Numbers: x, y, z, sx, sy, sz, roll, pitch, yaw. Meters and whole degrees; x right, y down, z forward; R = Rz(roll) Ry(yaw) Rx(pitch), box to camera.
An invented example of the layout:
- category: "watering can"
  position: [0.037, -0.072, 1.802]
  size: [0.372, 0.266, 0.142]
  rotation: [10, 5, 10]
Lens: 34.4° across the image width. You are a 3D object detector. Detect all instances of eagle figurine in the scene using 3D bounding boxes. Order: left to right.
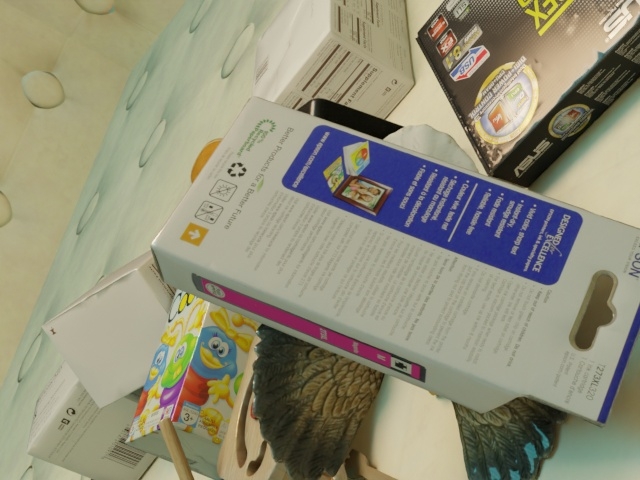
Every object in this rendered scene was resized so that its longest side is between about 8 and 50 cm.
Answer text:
- category: "eagle figurine"
  position: [0.081, 0.067, 0.907]
  size: [0.226, 0.225, 0.298]
  rotation: [-40, 18, 22]

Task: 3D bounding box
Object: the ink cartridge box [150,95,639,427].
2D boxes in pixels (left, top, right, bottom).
- category: "ink cartridge box"
  position: [0.068, 0.015, 0.821]
  size: [0.176, 0.371, 0.069]
  rotation: [-60, -21, -29]

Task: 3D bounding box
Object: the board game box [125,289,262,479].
- category: "board game box"
  position: [-0.119, 0.144, 1.316]
  size: [0.142, 0.144, 0.275]
  rotation: [-32, 37, 52]

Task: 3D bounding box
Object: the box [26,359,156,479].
- category: "box"
  position: [-0.329, 0.265, 1.602]
  size: [0.181, 0.182, 0.119]
  rotation: [-52, 24, 24]

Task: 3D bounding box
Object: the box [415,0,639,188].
- category: "box"
  position: [0.225, -0.218, 0.988]
  size: [0.270, 0.060, 0.216]
  rotation: [-48, 44, 32]

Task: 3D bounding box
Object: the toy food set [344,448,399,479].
- category: "toy food set"
  position: [0.015, 0.302, 0.978]
  size: [0.192, 0.038, 0.132]
  rotation: [-55, 25, -11]

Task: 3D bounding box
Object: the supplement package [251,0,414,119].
- category: "supplement package"
  position: [0.013, -0.260, 1.500]
  size: [0.204, 0.145, 0.262]
  rotation: [-48, 25, 32]

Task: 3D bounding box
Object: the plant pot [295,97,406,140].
- category: "plant pot"
  position: [0.023, -0.030, 1.177]
  size: [0.187, 0.188, 0.167]
  rotation: [-26, 54, 56]

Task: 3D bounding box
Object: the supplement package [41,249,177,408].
- category: "supplement package"
  position: [-0.247, 0.104, 1.498]
  size: [0.194, 0.149, 0.203]
  rotation: [-30, 9, 25]

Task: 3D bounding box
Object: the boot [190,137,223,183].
- category: "boot"
  position: [-0.154, -0.074, 1.720]
  size: [0.295, 0.104, 0.211]
  rotation: [-30, 37, 47]

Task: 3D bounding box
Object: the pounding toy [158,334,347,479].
- category: "pounding toy"
  position: [-0.063, 0.185, 1.021]
  size: [0.154, 0.155, 0.269]
  rotation: [-23, 48, 61]
